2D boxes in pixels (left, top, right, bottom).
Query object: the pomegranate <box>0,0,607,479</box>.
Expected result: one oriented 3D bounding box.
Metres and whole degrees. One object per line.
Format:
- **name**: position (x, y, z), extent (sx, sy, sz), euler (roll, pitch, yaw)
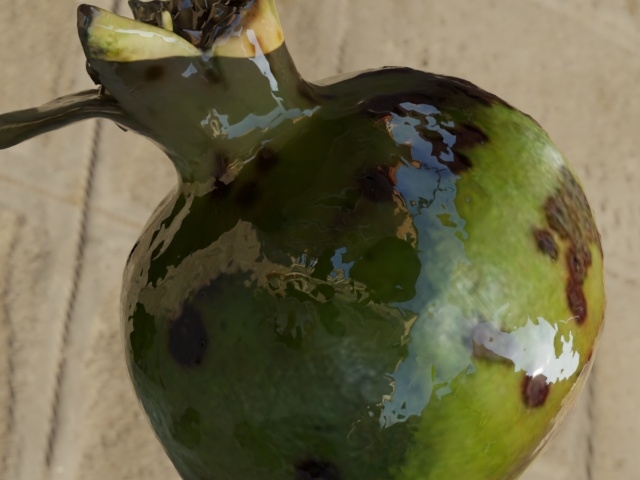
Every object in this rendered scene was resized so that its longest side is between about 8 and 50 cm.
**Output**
- **pomegranate**: position (-0.002, 0.003, 0.476), extent (0.169, 0.148, 0.148), euler (51, 47, 1)
